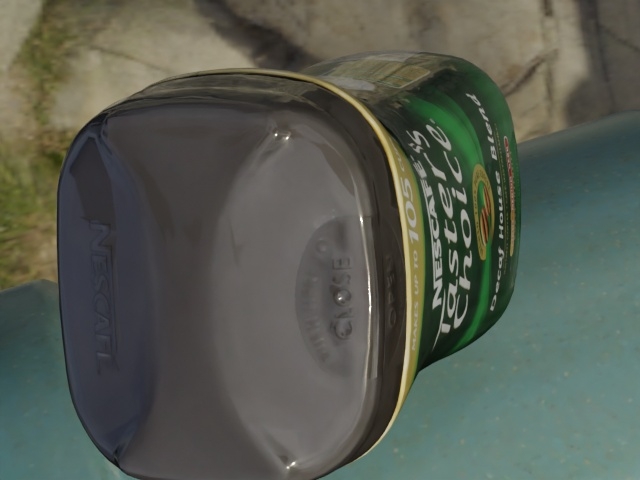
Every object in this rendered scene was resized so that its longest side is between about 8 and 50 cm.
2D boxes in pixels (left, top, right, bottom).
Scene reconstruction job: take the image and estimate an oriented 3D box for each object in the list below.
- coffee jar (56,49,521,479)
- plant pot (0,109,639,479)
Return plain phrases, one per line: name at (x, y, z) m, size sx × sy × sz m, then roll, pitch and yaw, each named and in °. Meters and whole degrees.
coffee jar at (0.000, 0.000, 0.409) m, size 0.079 × 0.184 × 0.096 m, roll 1°, pitch 99°, yaw 18°
plant pot at (0.027, 0.124, 0.624) m, size 0.334 × 0.341 × 0.341 m, roll -22°, pitch 89°, yaw -8°
